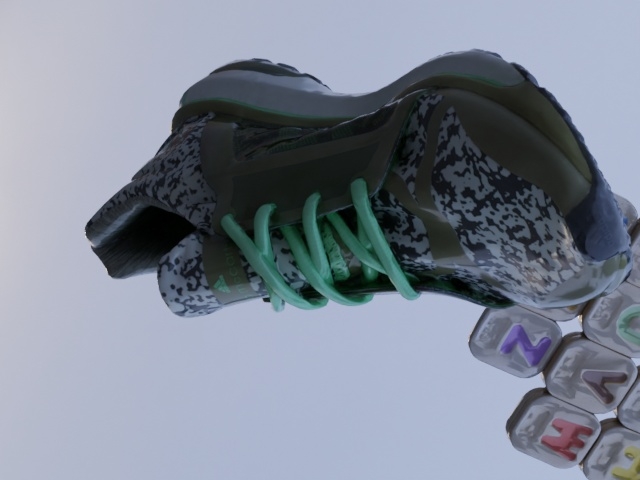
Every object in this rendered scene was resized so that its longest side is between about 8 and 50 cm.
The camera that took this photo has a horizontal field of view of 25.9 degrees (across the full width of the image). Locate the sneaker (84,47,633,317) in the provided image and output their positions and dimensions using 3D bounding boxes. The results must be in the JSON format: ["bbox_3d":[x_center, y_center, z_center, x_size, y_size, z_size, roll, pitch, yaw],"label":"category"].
[{"bbox_3d":[0.000,0.000,0.808,0.182,0.158,0.410,-40,-155,-26],"label":"sneaker"}]

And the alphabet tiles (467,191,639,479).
[{"bbox_3d":[0.273,0.074,1.114,0.284,0.278,0.021,-61,-164,18],"label":"alphabet tiles"}]
